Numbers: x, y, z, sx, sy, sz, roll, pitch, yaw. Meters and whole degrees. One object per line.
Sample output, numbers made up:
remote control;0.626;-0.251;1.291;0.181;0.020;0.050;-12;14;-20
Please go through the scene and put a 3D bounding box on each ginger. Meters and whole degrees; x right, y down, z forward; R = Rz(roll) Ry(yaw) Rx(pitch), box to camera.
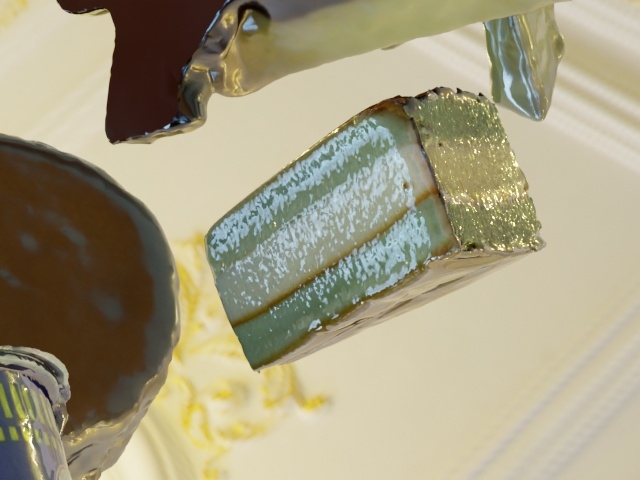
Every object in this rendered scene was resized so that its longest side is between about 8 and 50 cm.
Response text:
ginger;-0.007;-0.239;1.162;0.358;0.211;0.413;-49;-122;33

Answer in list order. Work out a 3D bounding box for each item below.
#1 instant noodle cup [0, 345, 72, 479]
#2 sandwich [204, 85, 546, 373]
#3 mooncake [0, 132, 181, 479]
instant noodle cup;-0.215;0.259;1.024;0.284;0.284;0.312;-26;-110;0
sandwich;0.000;0.000;0.805;0.163;0.113;0.079;-24;-100;23
mooncake;-0.282;0.071;1.560;0.324;0.187;0.324;15;-134;-16
